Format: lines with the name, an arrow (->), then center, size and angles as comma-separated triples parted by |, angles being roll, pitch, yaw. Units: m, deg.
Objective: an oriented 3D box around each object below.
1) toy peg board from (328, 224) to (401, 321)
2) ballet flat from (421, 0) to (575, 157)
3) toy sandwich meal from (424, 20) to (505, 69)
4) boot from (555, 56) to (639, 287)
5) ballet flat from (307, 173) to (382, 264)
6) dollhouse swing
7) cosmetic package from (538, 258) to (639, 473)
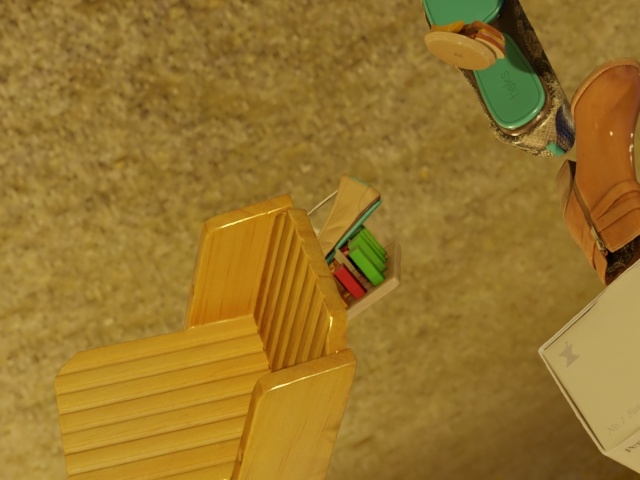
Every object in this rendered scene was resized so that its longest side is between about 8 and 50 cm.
toy peg board -> 0.034, 0.053, 2.129 | 0.161, 0.079, 0.161 | -36, -166, 15
ballet flat -> 0.294, -0.319, 2.344 | 0.164, 0.482, 0.182 | -34, 144, 19
toy sandwich meal -> 0.148, -0.203, 1.451 | 0.085, 0.086, 0.029 | 52, 57, -69
boot -> 0.413, -0.092, 1.982 | 0.109, 0.220, 0.283 | 5, 132, -17
ballet flat -> 0.000, 0.000, 2.015 | 0.232, 0.073, 0.080 | -53, 174, 23
dollhouse swing -> -0.167, 0.145, 1.805 | 0.305, 0.347, 0.315 | 1, 127, -18
cosmetic package -> 0.329, 0.121, 1.091 | 0.160, 0.113, 0.309 | -45, 135, 19
